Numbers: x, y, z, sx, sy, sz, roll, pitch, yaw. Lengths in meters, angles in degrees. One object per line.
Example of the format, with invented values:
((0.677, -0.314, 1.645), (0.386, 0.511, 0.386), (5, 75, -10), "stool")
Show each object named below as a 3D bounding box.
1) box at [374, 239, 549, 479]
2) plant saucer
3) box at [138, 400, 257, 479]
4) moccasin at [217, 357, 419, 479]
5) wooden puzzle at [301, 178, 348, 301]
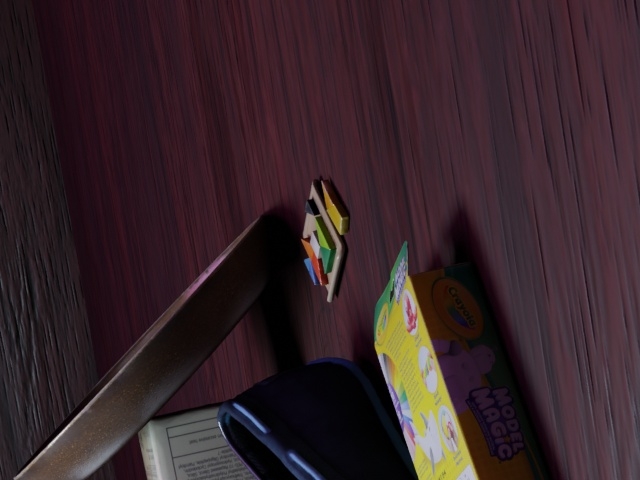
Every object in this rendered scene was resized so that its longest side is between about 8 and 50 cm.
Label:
((0.075, 0.094, 0.790), (0.105, 0.043, 0.179), (109, 145, -62), "box")
((-0.142, 0.105, 1.222), (0.050, 0.310, 0.310), (43, 165, -5), "plant saucer")
((-0.058, 0.293, 1.215), (0.121, 0.148, 0.311), (149, 111, -75), "box")
((0.022, 0.216, 0.913), (0.342, 0.117, 0.138), (-127, 30, -54), "moccasin")
((0.000, 0.000, 1.054), (0.116, 0.014, 0.078), (96, 158, -48), "wooden puzzle")
